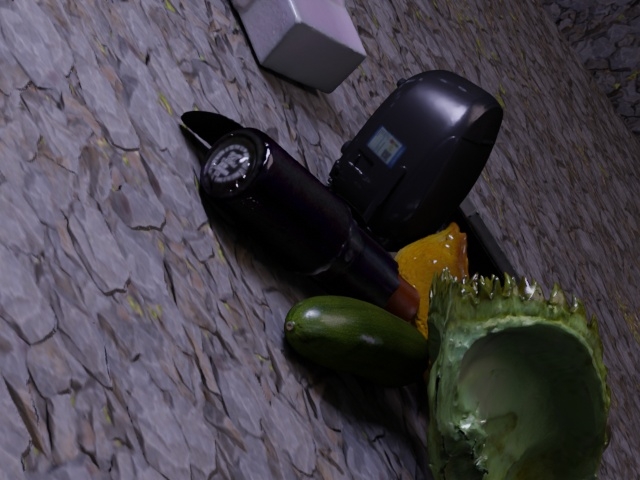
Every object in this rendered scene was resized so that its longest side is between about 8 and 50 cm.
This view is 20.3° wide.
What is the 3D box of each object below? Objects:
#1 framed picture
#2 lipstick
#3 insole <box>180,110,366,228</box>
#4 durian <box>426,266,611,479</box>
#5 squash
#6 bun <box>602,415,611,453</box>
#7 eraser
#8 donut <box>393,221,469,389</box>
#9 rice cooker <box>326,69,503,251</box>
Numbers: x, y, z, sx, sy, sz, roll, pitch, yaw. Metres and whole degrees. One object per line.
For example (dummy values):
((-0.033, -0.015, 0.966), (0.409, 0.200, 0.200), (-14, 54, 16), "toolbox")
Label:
((0.214, 0.020, 2.131), (0.240, 0.020, 0.324), (56, 5, -17), "framed picture")
((0.000, 0.000, 1.588), (0.300, 0.081, 0.081), (43, 25, -47), "lipstick")
((-0.042, -0.061, 1.590), (0.232, 0.080, 0.003), (36, 62, -42), "insole")
((0.176, 0.184, 1.590), (0.198, 0.163, 0.394), (-70, 156, -63), "durian")
((0.044, 0.091, 1.590), (0.258, 0.069, 0.069), (24, 41, -62), "squash")
((0.233, 0.171, 1.924), (0.173, 0.113, 0.166), (98, -32, -76), "bun")
((-0.079, -0.360, 1.905), (0.213, 0.082, 0.397), (14, 50, -65), "eraser")
((0.121, 0.081, 1.761), (0.174, 0.075, 0.190), (82, -5, -74), "donut")
((0.096, -0.079, 1.802), (0.118, 0.203, 0.142), (42, 12, 16), "rice cooker")
